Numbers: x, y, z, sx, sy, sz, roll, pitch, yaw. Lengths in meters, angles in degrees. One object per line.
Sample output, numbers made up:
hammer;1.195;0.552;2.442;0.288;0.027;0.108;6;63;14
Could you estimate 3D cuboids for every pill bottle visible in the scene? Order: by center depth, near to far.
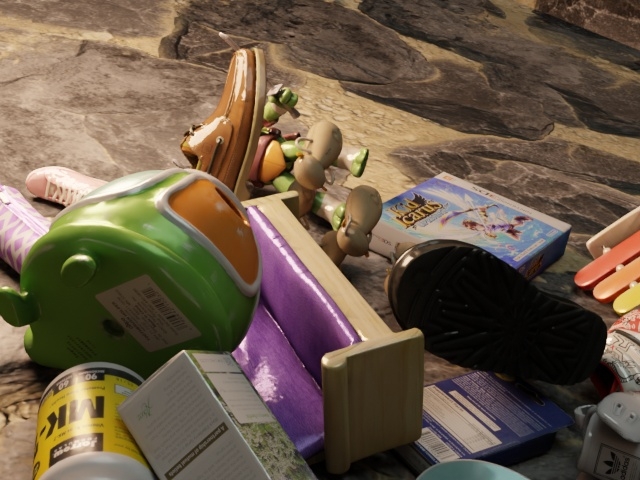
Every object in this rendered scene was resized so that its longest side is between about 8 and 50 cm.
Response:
pill bottle;-0.208;0.217;1.048;0.119;0.119;0.208;5;27;-14

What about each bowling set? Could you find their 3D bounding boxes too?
bowling set;0.000;0.000;1.568;0.287;0.199;0.154;52;27;-16

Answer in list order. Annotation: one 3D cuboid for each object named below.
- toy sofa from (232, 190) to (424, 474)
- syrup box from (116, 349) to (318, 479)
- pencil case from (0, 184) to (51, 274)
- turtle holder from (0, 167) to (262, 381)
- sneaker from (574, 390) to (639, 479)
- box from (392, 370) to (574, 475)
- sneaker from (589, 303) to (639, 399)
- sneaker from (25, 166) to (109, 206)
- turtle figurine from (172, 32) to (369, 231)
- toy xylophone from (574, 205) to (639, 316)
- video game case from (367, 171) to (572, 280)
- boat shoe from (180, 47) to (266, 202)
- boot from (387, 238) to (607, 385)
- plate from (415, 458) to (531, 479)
toy sofa;-0.039;0.096;1.291;0.177;0.150;0.362;-13;34;-20
syrup box;-0.071;0.218;1.012;0.237;0.096;0.093;54;15;19
pencil case;-0.370;-0.001;1.449;0.206;0.088;0.086;32;35;33
turtle holder;-0.194;0.058;1.236;0.243;0.320;0.227;29;48;0
sneaker;0.382;0.277;1.177;0.210;0.137;0.366;12;21;0
box;0.176;0.213;1.317;0.225;0.037;0.136;-10;34;-35
sneaker;0.455;0.209;1.409;0.145;0.090;0.270;-34;66;-23
sneaker;-0.361;-0.069;1.627;0.134;0.051;0.070;11;21;-11
turtle figurine;-0.073;-0.123;1.710;0.266;0.275;0.198;20;61;6
toy xylophone;0.526;0.052;1.630;0.081;0.236;0.323;51;2;-29
video game case;0.229;-0.010;1.759;0.244;0.061;0.269;25;29;25
boat shoe;-0.144;-0.130;1.581;0.104;0.307;0.111;10;-9;-10
boot;0.159;0.065;1.388;0.348;0.131;0.260;27;3;-37
plate;0.176;0.298;1.147;0.188;0.024;0.188;13;32;-8
